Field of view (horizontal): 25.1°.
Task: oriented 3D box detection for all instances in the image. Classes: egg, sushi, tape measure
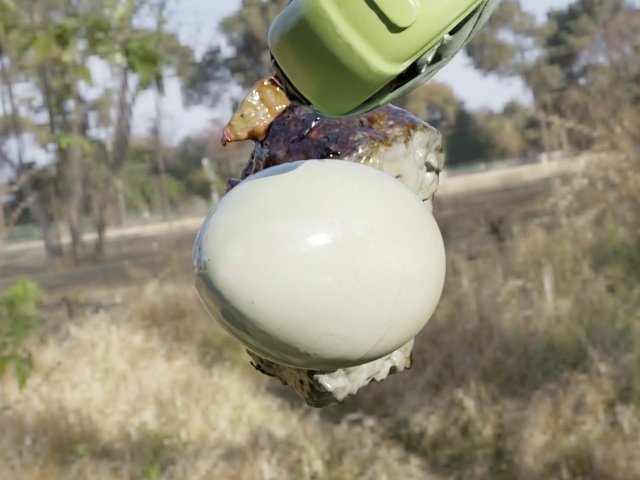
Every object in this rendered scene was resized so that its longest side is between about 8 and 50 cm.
[{"bbox_3d":[-0.002,0.017,1.020,0.209,0.151,0.151,-1,-8,-45],"label":"egg"},{"bbox_3d":[0.000,0.000,1.367,0.182,0.343,0.196,20,38,26],"label":"sushi"},{"bbox_3d":[0.048,-0.156,0.957,0.175,0.106,0.200,-45,10,-34],"label":"tape measure"}]
